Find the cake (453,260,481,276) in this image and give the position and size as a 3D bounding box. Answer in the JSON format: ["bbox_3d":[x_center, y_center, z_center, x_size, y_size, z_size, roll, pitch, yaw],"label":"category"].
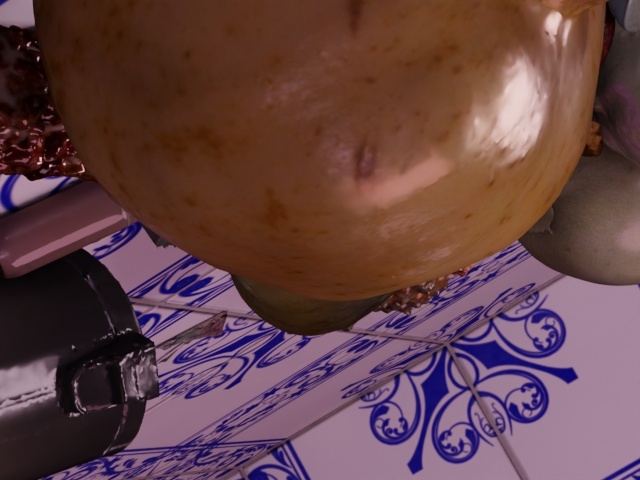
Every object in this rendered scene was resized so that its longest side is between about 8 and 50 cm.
[{"bbox_3d":[0.114,-0.075,1.866,0.086,0.220,0.116,-34,-153,18],"label":"cake"}]

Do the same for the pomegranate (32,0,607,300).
[{"bbox_3d":[0.020,-0.126,0.922,0.342,0.342,0.342,-28,167,-7],"label":"pomegranate"}]

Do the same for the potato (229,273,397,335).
[{"bbox_3d":[0.000,0.000,1.750,0.210,0.173,0.307,-28,169,-13],"label":"potato"}]

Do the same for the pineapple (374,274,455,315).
[{"bbox_3d":[0.075,0.015,2.016,0.166,0.166,0.193,-21,165,-33],"label":"pineapple"}]

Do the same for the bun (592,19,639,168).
[{"bbox_3d":[0.362,-0.160,1.740,0.187,0.293,0.293,-12,-178,44],"label":"bun"}]

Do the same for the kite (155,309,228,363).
[{"bbox_3d":[-0.170,0.131,2.248,0.157,0.011,0.139,-37,163,28],"label":"kite"}]

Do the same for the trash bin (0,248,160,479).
[{"bbox_3d":[-0.323,0.130,1.488,0.301,0.203,0.252,-16,-163,-42],"label":"trash bin"}]

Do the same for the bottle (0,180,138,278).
[{"bbox_3d":[-0.217,-0.016,1.485,0.140,0.053,0.053,-26,167,-15],"label":"bottle"}]

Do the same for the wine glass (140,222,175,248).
[{"bbox_3d":[-0.122,-0.092,1.074,0.066,0.198,0.066,-28,167,-7],"label":"wine glass"}]

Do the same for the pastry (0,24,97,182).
[{"bbox_3d":[-0.187,-0.092,1.155,0.097,0.115,0.208,-48,159,20],"label":"pastry"}]

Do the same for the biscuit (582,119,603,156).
[{"bbox_3d":[0.176,-0.124,1.689,0.208,0.041,0.290,13,180,22],"label":"biscuit"}]

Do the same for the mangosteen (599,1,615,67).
[{"bbox_3d":[0.197,-0.193,1.589,0.140,0.140,0.140,-28,167,-7],"label":"mangosteen"}]

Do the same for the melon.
[{"bbox_3d":[0.342,-0.081,1.948,0.330,0.268,0.268,-16,162,-37],"label":"melon"}]

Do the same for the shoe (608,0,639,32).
[{"bbox_3d":[0.278,-0.276,1.513,0.079,0.078,0.195,-25,137,-26],"label":"shoe"}]
